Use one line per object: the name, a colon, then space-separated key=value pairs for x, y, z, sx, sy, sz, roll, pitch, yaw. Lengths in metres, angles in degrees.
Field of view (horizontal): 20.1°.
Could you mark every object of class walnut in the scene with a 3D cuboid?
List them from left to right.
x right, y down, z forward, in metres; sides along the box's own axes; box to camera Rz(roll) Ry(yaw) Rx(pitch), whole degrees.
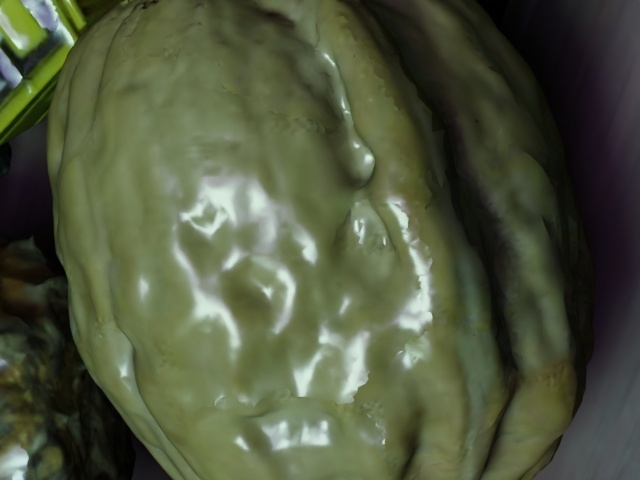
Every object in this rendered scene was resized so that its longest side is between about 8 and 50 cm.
walnut: x=0.000 y=0.000 z=0.666 sx=0.198 sy=0.198 sz=0.245 roll=-12 pitch=98 yaw=25

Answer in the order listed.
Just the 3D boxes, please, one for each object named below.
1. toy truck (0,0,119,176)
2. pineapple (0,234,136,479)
toy truck: x=-0.196 y=-0.050 z=0.762 sx=0.286 sy=0.136 sz=0.111 roll=-33 pitch=94 yaw=30
pineapple: x=-0.258 y=0.086 z=0.739 sx=0.361 sy=0.175 sz=0.175 roll=-3 pitch=107 yaw=11
